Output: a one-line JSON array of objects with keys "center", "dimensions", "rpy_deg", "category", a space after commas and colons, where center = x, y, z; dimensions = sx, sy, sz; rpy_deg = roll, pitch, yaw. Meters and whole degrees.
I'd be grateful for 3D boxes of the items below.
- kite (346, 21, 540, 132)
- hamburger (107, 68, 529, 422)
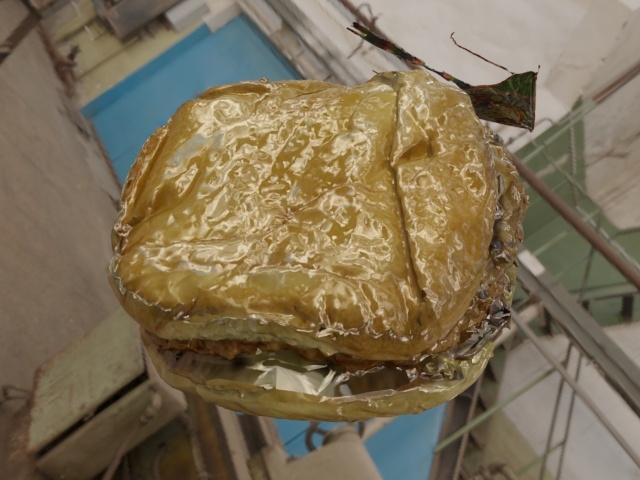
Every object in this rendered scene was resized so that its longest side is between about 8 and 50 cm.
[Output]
[{"center": [0.135, -0.164, 0.708], "dimensions": [0.244, 0.006, 0.198], "rpy_deg": [23, -11, -24], "category": "kite"}, {"center": [-0.001, 0.001, 0.500], "dimensions": [0.283, 0.259, 0.144], "rpy_deg": [6, -33, 24], "category": "hamburger"}]
